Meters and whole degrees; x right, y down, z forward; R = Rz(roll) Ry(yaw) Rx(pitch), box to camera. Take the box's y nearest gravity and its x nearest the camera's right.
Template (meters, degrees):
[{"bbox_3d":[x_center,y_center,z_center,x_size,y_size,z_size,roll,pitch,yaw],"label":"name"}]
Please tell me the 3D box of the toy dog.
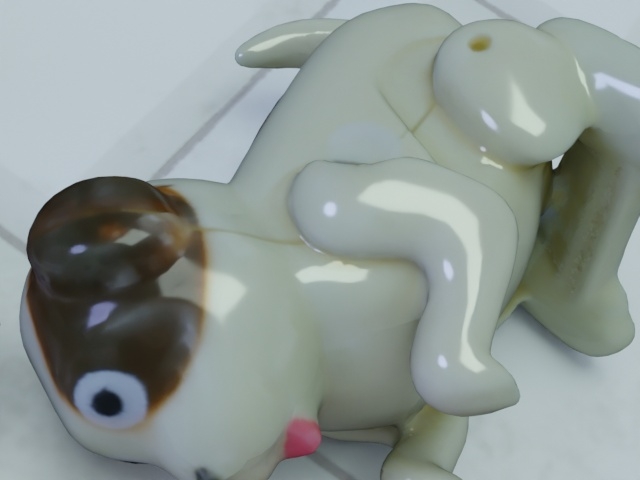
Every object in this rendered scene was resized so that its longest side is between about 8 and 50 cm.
[{"bbox_3d":[0.000,0.000,0.771,0.408,0.284,0.395,-32,70,-28],"label":"toy dog"}]
